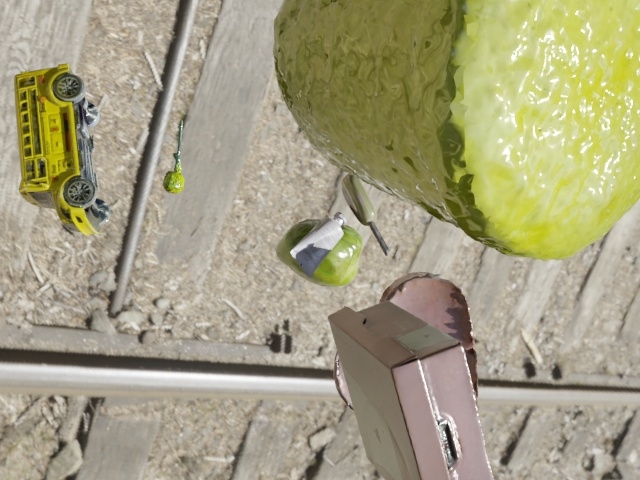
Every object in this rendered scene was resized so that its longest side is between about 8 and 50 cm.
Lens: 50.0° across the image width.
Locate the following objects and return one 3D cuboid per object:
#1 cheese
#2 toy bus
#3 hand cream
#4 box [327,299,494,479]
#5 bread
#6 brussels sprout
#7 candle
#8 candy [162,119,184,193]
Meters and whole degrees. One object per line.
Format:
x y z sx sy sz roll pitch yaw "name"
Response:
0.101 -0.052 1.465 0.038 0.192 0.097 -26 162 -8 "cheese"
-0.514 -0.170 1.356 0.152 0.144 0.329 -9 75 -7 "toy bus"
0.000 0.000 1.412 0.142 0.053 0.084 -48 129 -17 "hand cream"
0.102 0.191 0.800 0.086 0.215 0.215 -19 103 -15 "box"
0.153 -0.177 0.636 0.348 0.308 0.347 -14 114 -32 "bread"
-0.005 0.028 1.634 0.223 0.223 0.161 7 86 -40 "brussels sprout"
0.196 0.230 1.376 0.287 0.131 0.316 37 94 0 "candle"
-0.234 -0.135 1.113 0.035 0.035 0.122 3 107 -28 "candy"
